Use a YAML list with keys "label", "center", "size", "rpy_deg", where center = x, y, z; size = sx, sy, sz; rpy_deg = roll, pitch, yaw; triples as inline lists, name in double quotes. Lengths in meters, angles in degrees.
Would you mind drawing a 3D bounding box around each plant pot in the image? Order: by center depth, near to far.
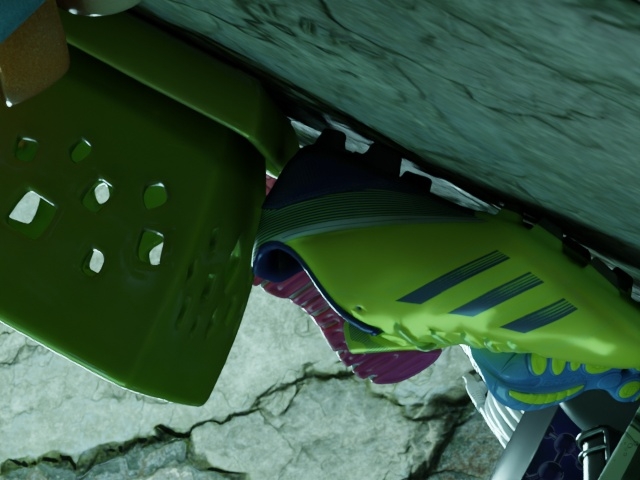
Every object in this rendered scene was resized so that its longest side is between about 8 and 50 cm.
- label: "plant pot"
  center: [-0.143, -0.036, 1.139]
  size: [0.227, 0.207, 0.228]
  rpy_deg: [28, 178, 11]

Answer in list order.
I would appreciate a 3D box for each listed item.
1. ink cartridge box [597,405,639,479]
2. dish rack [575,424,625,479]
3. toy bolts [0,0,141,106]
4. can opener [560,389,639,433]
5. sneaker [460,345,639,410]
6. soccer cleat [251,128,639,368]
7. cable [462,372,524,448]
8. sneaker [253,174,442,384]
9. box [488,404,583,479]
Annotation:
- label: "ink cartridge box"
  center: [0.232, 0.156, 0.959]
  size: [0.087, 0.208, 0.153]
  rpy_deg: [34, 173, -38]
- label: "dish rack"
  center: [0.320, 0.165, 1.129]
  size: [0.208, 0.074, 0.271]
  rpy_deg: [25, 149, -27]
- label: "toy bolts"
  center: [-0.134, -0.134, 0.573]
  size: [0.228, 0.158, 0.218]
  rpy_deg: [-131, 22, -70]
- label: "can opener"
  center: [0.157, 0.063, 1.288]
  size: [0.280, 0.093, 0.074]
  rpy_deg: [32, -179, 43]
- label: "sneaker"
  center: [0.162, 0.062, 1.108]
  size: [0.188, 0.067, 0.078]
  rpy_deg: [-1, -144, -42]
- label: "soccer cleat"
  center: [0.076, 0.029, 1.041]
  size: [0.289, 0.121, 0.093]
  rpy_deg: [26, 176, 39]
- label: "cable"
  center: [0.270, 0.172, 1.530]
  size: [0.257, 0.089, 0.257]
  rpy_deg: [19, -164, -15]
- label: "sneaker"
  center: [0.000, 0.000, 1.407]
  size: [0.252, 0.103, 0.111]
  rpy_deg: [49, -157, -23]
- label: "box"
  center: [0.280, 0.192, 1.352]
  size: [0.261, 0.184, 0.103]
  rpy_deg: [28, 178, -5]
